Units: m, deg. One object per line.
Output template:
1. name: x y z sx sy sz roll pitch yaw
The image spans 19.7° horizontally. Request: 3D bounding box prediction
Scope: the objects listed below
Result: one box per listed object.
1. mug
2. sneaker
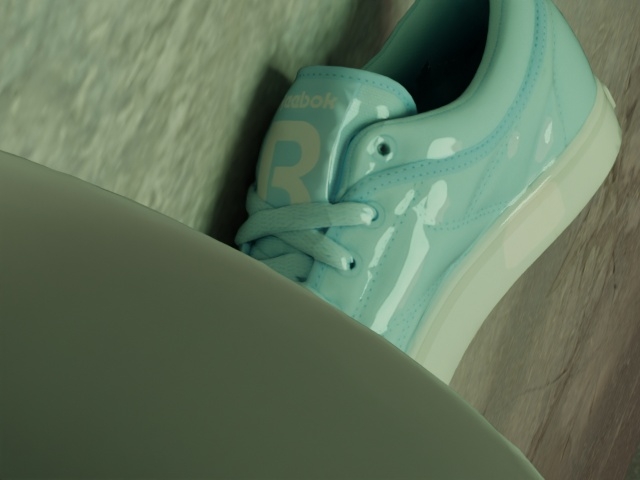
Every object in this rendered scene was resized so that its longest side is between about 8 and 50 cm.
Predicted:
1. mug: -0.134 0.151 0.394 0.374 0.276 0.328 -109 -143 -67
2. sneaker: 0.000 0.000 0.868 0.366 0.135 0.150 -52 125 -31
